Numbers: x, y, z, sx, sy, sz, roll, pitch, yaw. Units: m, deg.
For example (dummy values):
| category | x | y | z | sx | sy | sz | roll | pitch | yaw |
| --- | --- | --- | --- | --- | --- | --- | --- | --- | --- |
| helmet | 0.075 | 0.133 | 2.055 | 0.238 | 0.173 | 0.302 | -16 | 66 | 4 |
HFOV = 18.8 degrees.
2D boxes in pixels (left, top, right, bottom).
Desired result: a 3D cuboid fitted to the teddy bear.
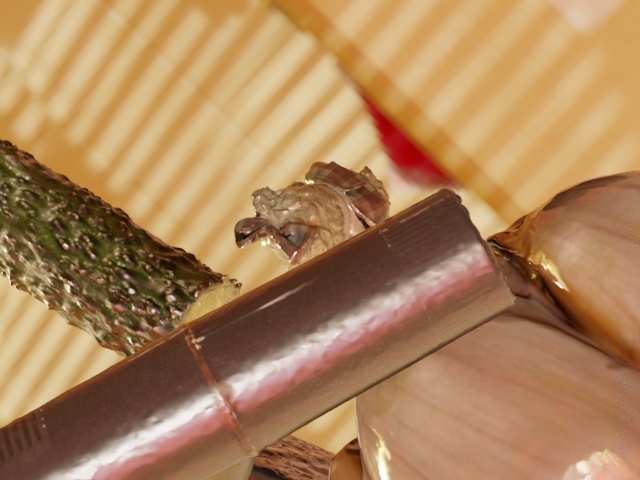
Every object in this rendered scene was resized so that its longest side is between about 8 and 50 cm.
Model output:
| category | x | y | z | sx | sy | sz | roll | pitch | yaw |
| --- | --- | --- | --- | --- | --- | --- | --- | --- | --- |
| teddy bear | 0.013 | -0.016 | 1.693 | 0.111 | 0.133 | 0.213 | -58 | 156 | 4 |

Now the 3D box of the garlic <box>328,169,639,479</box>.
| category | x | y | z | sx | sy | sz | roll | pitch | yaw |
| --- | --- | --- | --- | --- | --- | --- | --- | --- | --- |
| garlic | 0.097 | 0.085 | 0.773 | 0.160 | 0.191 | 0.214 | -52 | 166 | -48 |

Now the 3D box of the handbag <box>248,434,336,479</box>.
| category | x | y | z | sx | sy | sz | roll | pitch | yaw |
| --- | --- | --- | --- | --- | --- | --- | --- | --- | --- |
| handbag | -0.013 | 0.282 | 1.637 | 0.181 | 0.254 | 0.181 | -8 | 116 | -65 |

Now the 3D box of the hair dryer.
| category | x | y | z | sx | sy | sz | roll | pitch | yaw |
| --- | --- | --- | --- | --- | --- | --- | --- | --- | --- |
| hair dryer | -0.018 | 0.057 | 0.668 | 0.173 | 0.050 | 0.195 | -27 | 168 | -1 |

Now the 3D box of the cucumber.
| category | x | y | z | sx | sy | sz | roll | pitch | yaw |
| --- | --- | --- | --- | --- | --- | --- | --- | --- | --- |
| cucumber | -0.225 | -0.019 | 1.412 | 0.096 | 0.359 | 0.096 | -50 | 159 | -28 |
